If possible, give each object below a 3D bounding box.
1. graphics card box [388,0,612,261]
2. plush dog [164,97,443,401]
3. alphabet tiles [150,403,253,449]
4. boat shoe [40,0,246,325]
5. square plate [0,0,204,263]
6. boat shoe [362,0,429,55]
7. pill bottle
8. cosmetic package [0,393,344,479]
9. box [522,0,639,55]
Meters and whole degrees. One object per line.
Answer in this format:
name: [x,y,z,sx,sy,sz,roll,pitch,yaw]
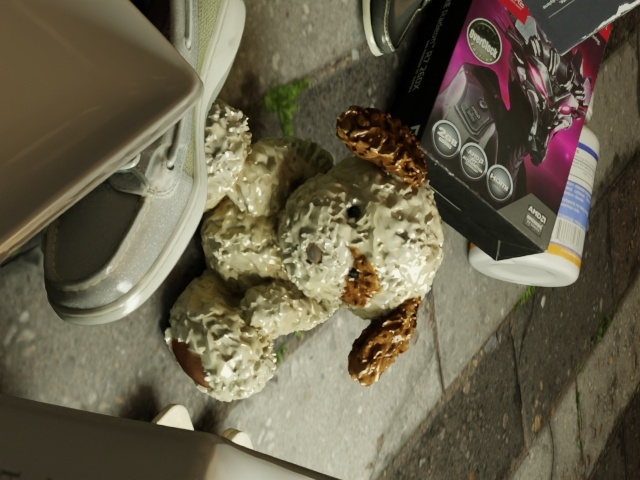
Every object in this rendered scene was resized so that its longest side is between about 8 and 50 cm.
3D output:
graphics card box: [0.220,-0.189,1.301,0.233,0.094,0.370,37,62,-28]
plush dog: [0.000,0.000,0.909,0.211,0.226,0.262,-19,110,-56]
alphabet tiles: [-0.125,0.291,0.884,0.284,0.021,0.277,-45,131,-48]
boat shoe: [-0.141,-0.092,0.778,0.103,0.118,0.320,48,50,-49]
square plate: [-0.277,-0.094,0.448,0.347,0.049,0.344,46,55,-5]
boat shoe: [0.109,-0.306,1.194,0.084,0.079,0.233,56,49,-47]
pill bottle: [0.299,-0.084,1.459,0.152,0.152,0.271,32,66,-55]
cosmetic package: [-0.157,0.254,0.527,0.327,0.394,0.329,36,64,-54]
box: [0.300,-0.425,1.241,0.312,0.179,0.343,53,34,-4]
